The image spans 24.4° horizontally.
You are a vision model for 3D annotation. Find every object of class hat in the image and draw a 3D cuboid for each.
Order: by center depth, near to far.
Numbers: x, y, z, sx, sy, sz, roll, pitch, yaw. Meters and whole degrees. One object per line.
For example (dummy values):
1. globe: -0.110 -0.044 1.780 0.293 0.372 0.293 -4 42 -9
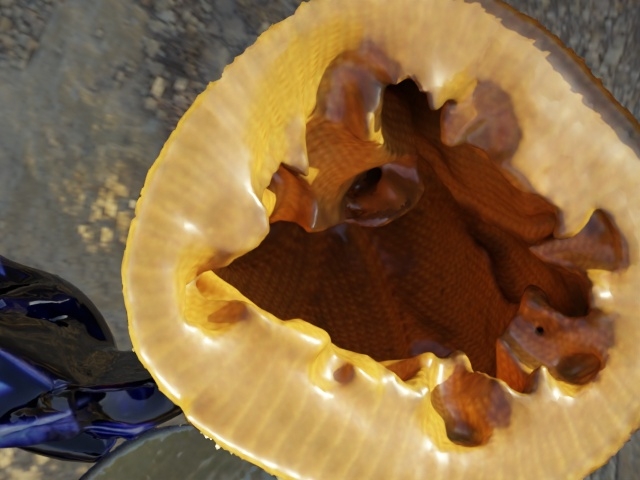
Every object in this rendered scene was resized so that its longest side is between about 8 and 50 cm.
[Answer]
1. hat: 0.000 0.000 0.693 0.244 0.233 0.233 -27 105 -18

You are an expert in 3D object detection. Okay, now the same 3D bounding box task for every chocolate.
1. chocolate: -0.224 0.042 0.668 0.343 0.148 0.126 0 93 -9

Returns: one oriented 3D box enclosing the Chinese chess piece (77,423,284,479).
1. Chinese chess piece: -0.104 0.253 1.084 0.250 0.103 0.250 -21 42 21
